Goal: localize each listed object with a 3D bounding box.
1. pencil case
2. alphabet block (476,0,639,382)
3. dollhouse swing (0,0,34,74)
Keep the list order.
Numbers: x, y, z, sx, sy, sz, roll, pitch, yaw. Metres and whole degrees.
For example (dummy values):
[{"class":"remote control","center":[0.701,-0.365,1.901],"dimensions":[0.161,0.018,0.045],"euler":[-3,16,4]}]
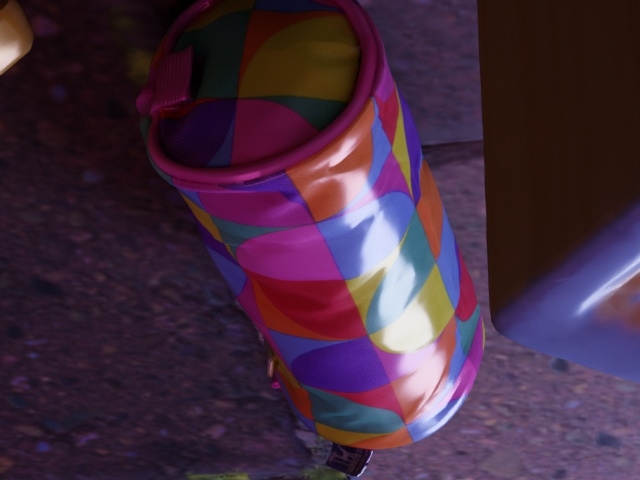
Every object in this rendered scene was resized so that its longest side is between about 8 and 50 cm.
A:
[{"class":"pencil case","center":[0.000,0.000,0.732],"dimensions":[0.104,0.104,0.236],"euler":[-6,145,11]},{"class":"alphabet block","center":[0.169,-0.072,0.518],"dimensions":[0.192,0.197,0.193],"euler":[19,143,-24]},{"class":"dollhouse swing","center":[-0.317,-0.164,0.525],"dimensions":[0.315,0.305,0.347],"euler":[-38,148,-15]}]
